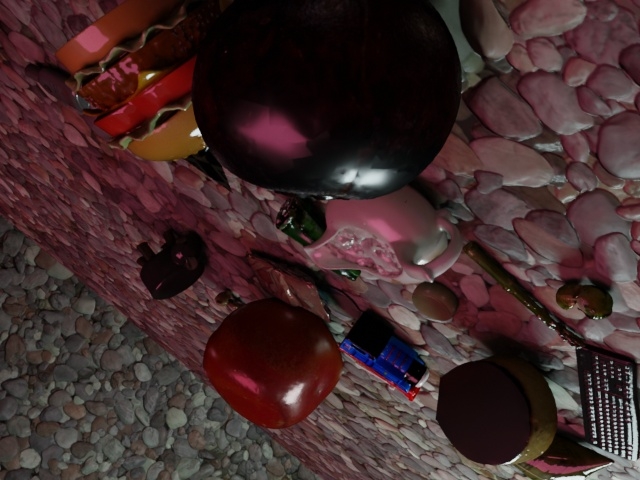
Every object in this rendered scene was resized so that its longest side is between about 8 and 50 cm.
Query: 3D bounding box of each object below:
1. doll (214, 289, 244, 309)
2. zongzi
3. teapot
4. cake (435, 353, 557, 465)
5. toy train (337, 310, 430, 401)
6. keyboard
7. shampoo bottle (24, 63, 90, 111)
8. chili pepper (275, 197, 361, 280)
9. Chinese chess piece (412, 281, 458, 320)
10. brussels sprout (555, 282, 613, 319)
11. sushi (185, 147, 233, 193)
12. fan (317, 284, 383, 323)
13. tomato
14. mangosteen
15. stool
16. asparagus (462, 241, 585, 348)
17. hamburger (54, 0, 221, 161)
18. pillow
[{"bbox_3d":[-0.248,0.178,1.975,0.093,0.051,0.061,47,-178,-11],"label":"doll"},{"bbox_3d":[0.435,0.400,1.397,0.205,0.094,0.204,37,151,4],"label":"zongzi"},{"bbox_3d":[0.101,-0.007,1.100,0.298,0.139,0.204,0,133,54],"label":"teapot"},{"bbox_3d":[0.336,0.296,1.292,0.208,0.178,0.185,43,119,27],"label":"cake"},{"bbox_3d":[0.142,0.251,1.535,0.204,0.082,0.131,34,155,5],"label":"toy train"},{"bbox_3d":[0.497,0.310,1.220,0.103,0.041,0.381,16,147,39],"label":"keyboard"},{"bbox_3d":[-0.575,-0.339,1.549,0.165,0.040,0.080,29,155,17],"label":"shampoo bottle"},{"bbox_3d":[-0.002,0.002,1.345,0.216,0.062,0.108,49,159,-22],"label":"chili pepper"},{"bbox_3d":[0.206,0.109,1.277,0.084,0.034,0.084,28,153,16],"label":"Chinese chess piece"},{"bbox_3d":[0.368,0.084,1.004,0.083,0.046,0.051,10,137,46],"label":"brussels sprout"},{"bbox_3d":[-0.237,-0.207,1.191,0.231,0.047,0.219,35,-164,-36],"label":"sushi"},{"bbox_3d":[0.065,0.147,1.559,0.175,0.005,0.113,23,152,31],"label":"fan"},{"bbox_3d":[-0.113,0.297,1.736,0.290,0.293,0.325,36,149,34],"label":"tomato"},{"bbox_3d":[0.012,-0.186,0.786,0.300,0.300,0.300,30,154,17],"label":"mangosteen"},{"bbox_3d":[-0.385,0.050,1.864,0.139,0.228,0.153,53,-159,15],"label":"stool"},{"bbox_3d":[0.317,0.089,1.108,0.248,0.025,0.024,41,112,-6],"label":"asparagus"},{"bbox_3d":[-0.199,-0.227,0.971,0.274,0.274,0.212,-3,126,55],"label":"hamburger"},{"bbox_3d":[-0.072,0.098,1.612,0.248,0.049,0.135,19,148,43],"label":"pillow"}]
